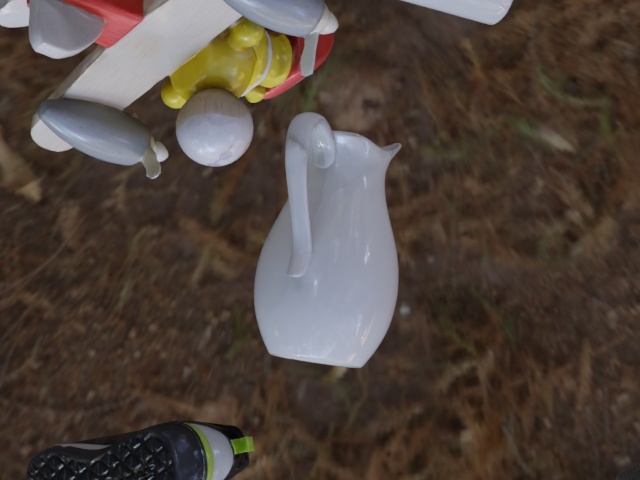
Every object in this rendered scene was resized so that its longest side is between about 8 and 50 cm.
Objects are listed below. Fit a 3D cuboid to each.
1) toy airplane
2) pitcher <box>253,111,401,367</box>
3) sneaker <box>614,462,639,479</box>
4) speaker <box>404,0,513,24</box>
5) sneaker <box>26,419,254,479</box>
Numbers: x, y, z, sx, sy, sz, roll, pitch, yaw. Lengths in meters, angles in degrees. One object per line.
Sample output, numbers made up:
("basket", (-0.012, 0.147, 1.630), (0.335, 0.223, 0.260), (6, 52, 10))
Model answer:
("toy airplane", (-0.161, -0.211, 1.810), (0.384, 0.386, 0.272), (-18, 77, -4))
("pitcher", (0.000, 0.000, 1.413), (0.125, 0.178, 0.207), (6, 84, 25))
("sneaker", (0.188, 0.192, 1.060), (0.152, 0.053, 0.061), (-15, 101, -35))
("speaker", (0.077, -0.203, 1.226), (0.136, 0.055, 0.055), (11, 102, -25))
("sneaker", (-0.142, 0.193, 1.315), (0.234, 0.097, 0.084), (-17, 83, 44))
